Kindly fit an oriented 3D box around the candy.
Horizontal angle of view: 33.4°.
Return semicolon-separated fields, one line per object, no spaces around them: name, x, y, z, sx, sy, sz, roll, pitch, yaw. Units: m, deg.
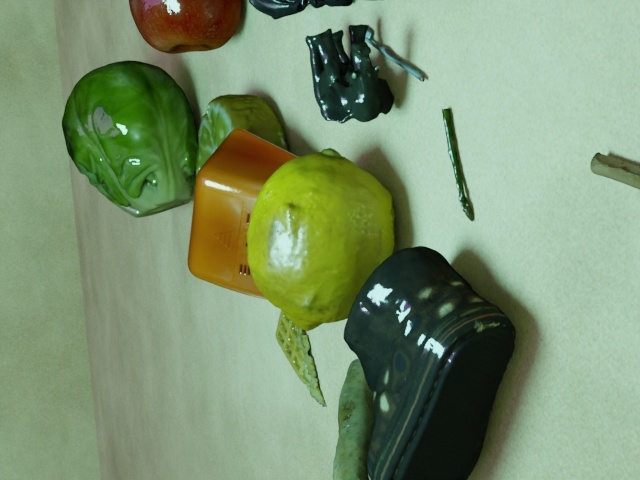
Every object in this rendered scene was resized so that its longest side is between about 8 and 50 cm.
candy;-0.153;-0.155;2.040;0.260;0.118;0.260;28;124;54

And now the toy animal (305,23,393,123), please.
toy animal;0.046;-0.252;1.622;0.245;0.114;0.146;-109;8;-82

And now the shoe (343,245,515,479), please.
shoe;0.127;0.196;1.512;0.237;0.171;0.384;51;141;43

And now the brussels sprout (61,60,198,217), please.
brussels sprout;-0.408;-0.222;2.371;0.289;0.281;0.355;-13;104;39

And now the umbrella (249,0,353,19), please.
umbrella;-0.002;-0.406;1.700;0.340;0.118;0.118;20;116;51

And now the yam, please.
yam;0.057;0.299;1.659;0.317;0.067;0.071;-80;-8;-58

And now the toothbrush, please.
toothbrush;0.106;-0.278;1.594;0.193;0.013;0.019;51;132;48

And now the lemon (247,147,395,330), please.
lemon;0.000;0.000;1.656;0.233;0.233;0.288;17;102;62

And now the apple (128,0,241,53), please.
apple;-0.262;-0.468;2.058;0.218;0.218;0.202;0;95;64

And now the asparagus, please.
asparagus;0.188;-0.104;1.477;0.016;0.016;0.163;-18;80;45

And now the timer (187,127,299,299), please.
timer;-0.090;-0.026;1.864;0.249;0.161;0.258;19;124;12

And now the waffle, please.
waffle;-0.027;0.203;1.995;0.191;0.032;0.125;53;140;41

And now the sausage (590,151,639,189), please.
sausage;0.341;-0.070;1.165;0.116;0.026;0.026;34;127;56
